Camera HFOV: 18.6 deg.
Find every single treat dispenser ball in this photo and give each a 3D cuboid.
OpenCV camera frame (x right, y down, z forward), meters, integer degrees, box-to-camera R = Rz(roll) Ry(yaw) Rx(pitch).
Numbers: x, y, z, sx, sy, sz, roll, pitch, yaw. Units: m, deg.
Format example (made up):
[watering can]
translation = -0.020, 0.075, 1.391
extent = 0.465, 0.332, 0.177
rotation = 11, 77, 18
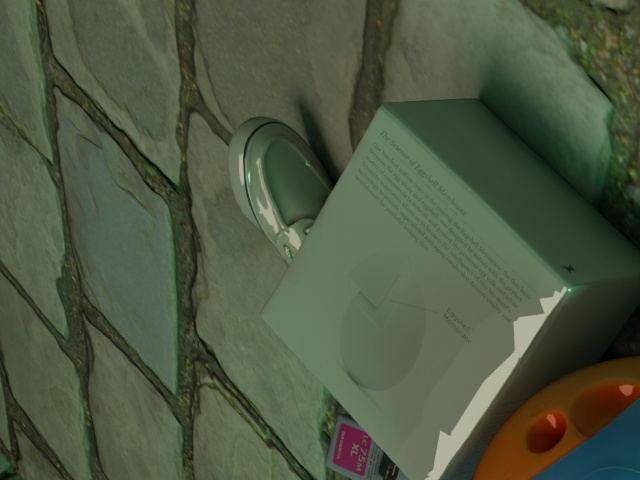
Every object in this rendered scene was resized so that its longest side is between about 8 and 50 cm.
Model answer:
[treat dispenser ball]
translation = 0.243, 0.227, 1.423
extent = 0.288, 0.288, 0.288
rotation = 44, 152, 31

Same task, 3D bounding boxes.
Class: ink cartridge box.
[ink cartridge box]
translation = 0.163, 0.219, 1.719
extent = 0.311, 0.186, 0.065
rotation = 19, 97, 58

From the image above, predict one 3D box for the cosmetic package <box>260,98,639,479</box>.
[cosmetic package]
translation = 0.108, 0.041, 1.557
extent = 0.224, 0.138, 0.224
rotation = 47, 123, 27

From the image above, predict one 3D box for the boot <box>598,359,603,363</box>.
[boot]
translation = 0.137, 0.038, 1.694
extent = 0.115, 0.112, 0.305
rotation = -50, 64, 33

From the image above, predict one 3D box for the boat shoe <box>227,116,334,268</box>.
[boat shoe]
translation = 0.000, 0.000, 1.885
extent = 0.088, 0.096, 0.267
rotation = 12, 130, 54
